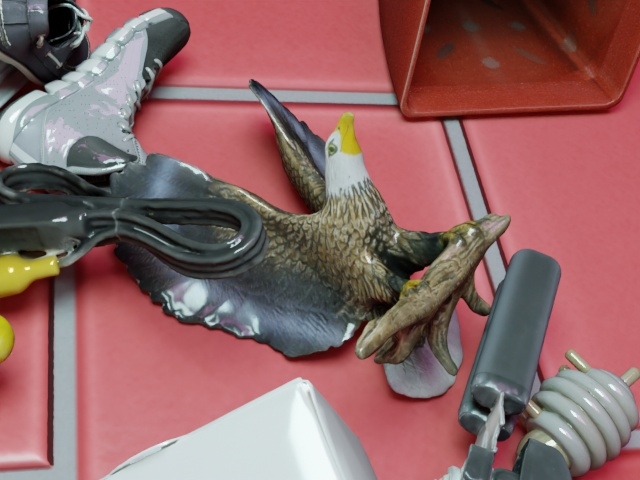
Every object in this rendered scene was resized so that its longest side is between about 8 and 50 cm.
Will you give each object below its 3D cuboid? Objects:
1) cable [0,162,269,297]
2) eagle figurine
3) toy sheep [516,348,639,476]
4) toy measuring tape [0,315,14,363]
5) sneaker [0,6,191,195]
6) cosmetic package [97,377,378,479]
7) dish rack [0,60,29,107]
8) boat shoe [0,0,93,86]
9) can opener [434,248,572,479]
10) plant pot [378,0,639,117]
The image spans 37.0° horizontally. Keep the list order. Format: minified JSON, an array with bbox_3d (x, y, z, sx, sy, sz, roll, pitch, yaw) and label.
[{"bbox_3d":[-0.172,-0.005,0.762,0.287,0.072,0.139,0,39,11],"label":"cable"},{"bbox_3d":[0.002,-0.011,0.814,0.298,0.225,0.226,18,1,37],"label":"eagle figurine"},{"bbox_3d":[0.214,0.143,0.787,0.132,0.091,0.091,-37,69,-14],"label":"toy sheep"},{"bbox_3d":[-0.387,0.067,0.681,0.330,0.121,0.121,6,53,0],"label":"toy measuring tape"},{"bbox_3d":[-0.177,-0.112,0.888,0.132,0.086,0.229,42,66,11],"label":"sneaker"},{"bbox_3d":[-0.007,0.283,0.478,0.197,0.155,0.365,-26,61,4],"label":"cosmetic package"},{"bbox_3d":[-0.409,-0.221,0.804,0.333,0.072,0.285,29,25,-11],"label":"dish rack"},{"bbox_3d":[-0.237,-0.182,0.857,0.065,0.206,0.075,-5,91,6],"label":"boat shoe"},{"bbox_3d":[0.149,0.125,0.734,0.093,0.074,0.280,19,47,3],"label":"can opener"},{"bbox_3d":[0.195,-0.313,1.024,0.267,0.267,0.235,-4,43,-17],"label":"plant pot"}]
